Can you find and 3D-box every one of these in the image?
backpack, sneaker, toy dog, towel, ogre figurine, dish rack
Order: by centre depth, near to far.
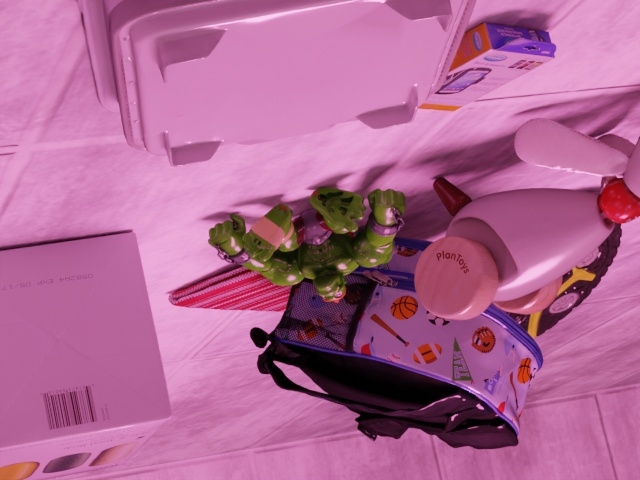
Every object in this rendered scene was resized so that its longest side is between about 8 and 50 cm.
[{"bbox_3d":[-0.021,-0.135,1.280,0.285,0.072,0.333,-12,168,-6],"label":"dish rack"},{"bbox_3d":[0.229,-0.053,1.764,0.334,0.161,0.220,-30,160,10],"label":"toy dog"},{"bbox_3d":[0.000,0.000,1.812,0.197,0.097,0.118,-29,146,5],"label":"ogre figurine"},{"bbox_3d":[0.111,0.119,1.962,0.263,0.213,0.276,17,169,38],"label":"backpack"},{"bbox_3d":[-0.017,0.049,2.115,0.199,0.031,0.275,-22,162,41],"label":"towel"},{"bbox_3d":[0.204,0.055,2.142,0.145,0.147,0.384,4,141,-42],"label":"sneaker"}]

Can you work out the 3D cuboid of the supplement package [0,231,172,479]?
[{"bbox_3d":[-0.290,0.133,1.843,0.199,0.198,0.262,-8,166,-19],"label":"supplement package"}]

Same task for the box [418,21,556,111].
[{"bbox_3d":[0.127,-0.144,1.465,0.081,0.028,0.136,1,159,-44],"label":"box"}]
